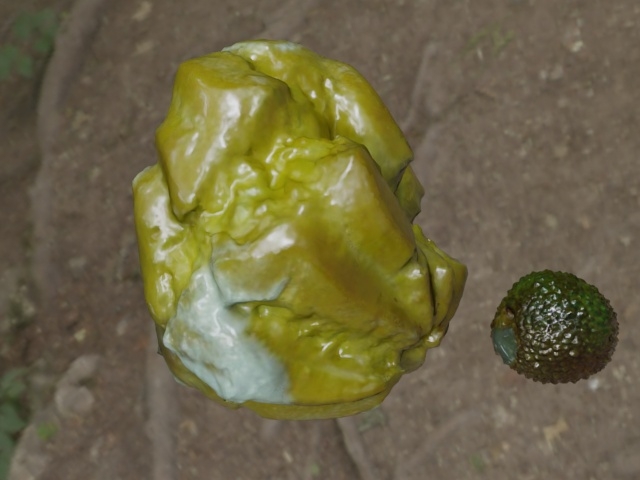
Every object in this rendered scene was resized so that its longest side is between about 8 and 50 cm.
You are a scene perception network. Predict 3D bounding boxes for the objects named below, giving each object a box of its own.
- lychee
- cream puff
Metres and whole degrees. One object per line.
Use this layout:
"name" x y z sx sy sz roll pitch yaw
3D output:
"lychee" 0.318 0.115 1.530 0.171 0.171 0.171 -15 40 12
"cream puff" 0.000 0.000 1.094 0.276 0.378 0.378 5 46 20
